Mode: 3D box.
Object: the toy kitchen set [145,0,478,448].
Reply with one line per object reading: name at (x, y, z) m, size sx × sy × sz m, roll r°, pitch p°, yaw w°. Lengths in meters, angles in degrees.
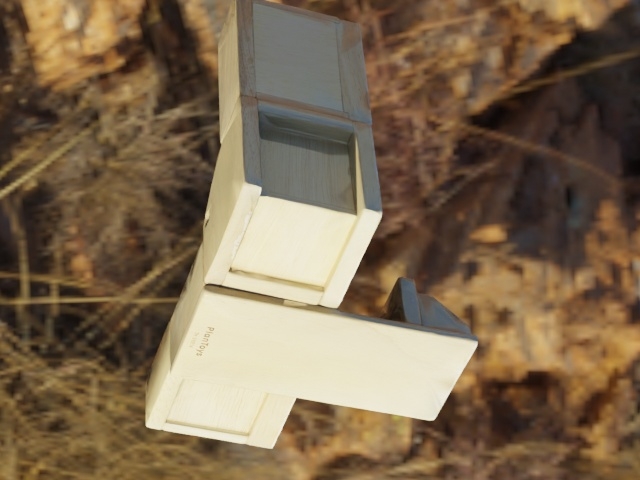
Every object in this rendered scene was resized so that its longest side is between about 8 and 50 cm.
toy kitchen set at (0.000, 0.000, 0.461) m, size 0.068 × 0.083 × 0.075 m, roll 12°, pitch 41°, yaw -15°
